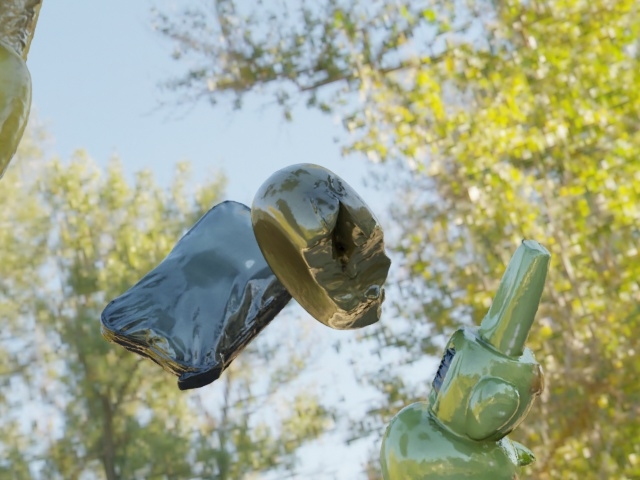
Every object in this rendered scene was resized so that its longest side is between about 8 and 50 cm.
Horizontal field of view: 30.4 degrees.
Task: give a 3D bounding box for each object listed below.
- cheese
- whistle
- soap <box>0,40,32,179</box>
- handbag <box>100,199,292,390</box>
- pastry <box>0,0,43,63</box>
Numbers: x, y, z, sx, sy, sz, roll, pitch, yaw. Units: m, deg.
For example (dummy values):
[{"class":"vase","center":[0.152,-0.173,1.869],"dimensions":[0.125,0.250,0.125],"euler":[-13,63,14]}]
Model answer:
[{"class":"cheese","center":[0.000,0.000,1.215],"dimensions":[0.091,0.175,0.202],"euler":[-37,-17,-15]},{"class":"whistle","center":[0.157,0.149,1.077],"dimensions":[0.141,0.141,0.294],"euler":[14,-67,-54]},{"class":"soap","center":[-0.443,-0.033,1.126],"dimensions":[0.306,0.427,0.115],"euler":[8,-31,41]},{"class":"handbag","center":[-0.145,0.065,1.606],"dimensions":[0.332,0.192,0.075],"euler":[-46,-29,-41]},{"class":"pastry","center":[-0.412,-0.255,1.521],"dimensions":[0.089,0.258,0.121],"euler":[16,-12,-34]}]
